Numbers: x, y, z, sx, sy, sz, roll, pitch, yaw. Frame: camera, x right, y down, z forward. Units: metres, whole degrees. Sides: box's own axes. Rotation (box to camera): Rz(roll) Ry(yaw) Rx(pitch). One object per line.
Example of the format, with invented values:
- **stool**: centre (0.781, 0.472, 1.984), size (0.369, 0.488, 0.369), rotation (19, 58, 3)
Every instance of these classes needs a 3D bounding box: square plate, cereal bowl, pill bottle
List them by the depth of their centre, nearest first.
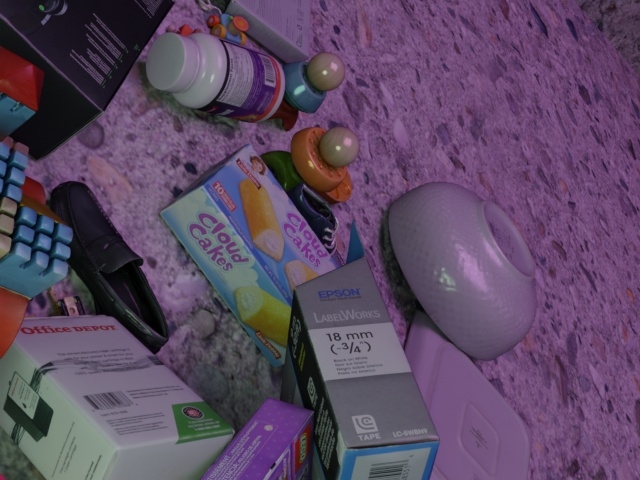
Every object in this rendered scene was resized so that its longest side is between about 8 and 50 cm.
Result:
- **pill bottle**: centre (-0.150, -0.235, 1.368), size (0.193, 0.108, 0.108), rotation (8, 61, -51)
- **square plate**: centre (0.241, 0.329, 1.541), size (0.347, 0.049, 0.344), rotation (48, 35, -20)
- **cereal bowl**: centre (0.276, 0.033, 1.683), size (0.339, 0.141, 0.339), rotation (40, 31, -31)

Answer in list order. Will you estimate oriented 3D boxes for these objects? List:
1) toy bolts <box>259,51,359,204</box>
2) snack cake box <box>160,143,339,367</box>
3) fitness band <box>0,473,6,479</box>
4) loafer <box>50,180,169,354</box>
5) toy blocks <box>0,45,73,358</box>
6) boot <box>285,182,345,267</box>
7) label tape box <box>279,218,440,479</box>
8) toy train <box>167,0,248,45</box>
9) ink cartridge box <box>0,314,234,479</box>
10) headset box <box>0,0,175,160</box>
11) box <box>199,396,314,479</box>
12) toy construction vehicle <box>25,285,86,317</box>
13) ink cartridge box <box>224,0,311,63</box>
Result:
- **toy bolts**: centre (0.007, -0.175, 1.490), size (0.218, 0.158, 0.228), rotation (3, 65, -53)
- **snack cake box**: centre (-0.079, 0.019, 1.297), size (0.264, 0.089, 0.152), rotation (54, 34, -12)
- **fitness band**: centre (-0.263, 0.310, 0.763), size (0.209, 0.054, 0.290), rotation (-100, 172, -60)
- **loafer**: centre (-0.235, 0.028, 1.086), size (0.076, 0.078, 0.223), rotation (-19, 82, -57)
- **toy blocks**: centre (-0.319, 0.014, 0.817), size (0.191, 0.261, 0.381), rotation (31, 44, -38)
- **boot**: centre (0.000, 0.000, 1.419), size (0.190, 0.086, 0.069), rotation (44, 37, -25)
- **label tape box**: centre (0.018, 0.173, 1.085), size (0.106, 0.240, 0.333), rotation (-4, 41, -14)
- **toy train**: centre (-0.162, -0.320, 1.470), size (0.125, 0.046, 0.166), rotation (44, 37, -25)
- **ink cartridge box**: centre (-0.212, 0.162, 0.921), size (0.208, 0.087, 0.153), rotation (36, 19, 33)
- **headset box**: centre (-0.337, -0.270, 1.118), size (0.246, 0.131, 0.283), rotation (45, 37, -25)
- **box**: centre (-0.075, 0.332, 0.949), size (0.201, 0.057, 0.293), rotation (-45, 143, -56)
- **toy construction vehicle**: centre (-0.299, 0.076, 1.013), size (0.086, 0.035, 0.098), rotation (-12, 74, -45)
- **ink cartridge box**: centre (-0.107, -0.434, 1.629), size (0.224, 0.045, 0.223), rotation (34, 41, -34)
